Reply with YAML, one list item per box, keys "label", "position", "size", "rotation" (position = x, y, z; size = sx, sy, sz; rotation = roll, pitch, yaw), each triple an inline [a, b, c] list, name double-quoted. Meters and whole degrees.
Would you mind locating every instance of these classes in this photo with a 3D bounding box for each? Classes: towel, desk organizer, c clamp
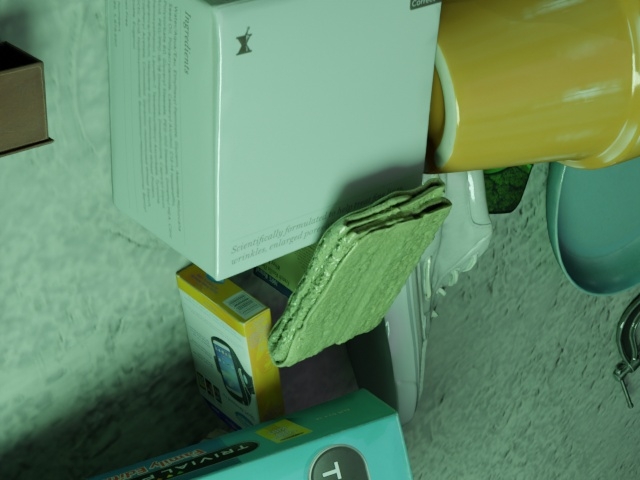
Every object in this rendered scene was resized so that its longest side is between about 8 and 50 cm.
- label: "towel"
  position: [0.025, 0.022, 0.844]
  size: [0.110, 0.027, 0.148]
  rotation: [-19, 147, -40]
- label: "desk organizer"
  position: [-0.217, -0.068, 0.686]
  size: [0.130, 0.047, 0.050]
  rotation: [-21, 126, -36]
- label: "c clamp"
  position: [0.384, 0.097, 1.430]
  size: [0.161, 0.022, 0.137]
  rotation: [-45, 134, -12]

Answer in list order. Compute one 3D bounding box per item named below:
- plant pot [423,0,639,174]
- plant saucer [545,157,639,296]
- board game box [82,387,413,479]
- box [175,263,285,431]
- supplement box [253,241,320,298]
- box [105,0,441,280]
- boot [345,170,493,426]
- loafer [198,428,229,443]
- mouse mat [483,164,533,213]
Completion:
- label: "plant pot"
  position: [0.138, -0.134, 0.896]
  size: [0.188, 0.205, 0.205]
  rotation: [-20, 129, -23]
- label: "plant saucer"
  position: [0.320, -0.096, 1.220]
  size: [0.317, 0.043, 0.318]
  rotation: [-24, 130, -33]
- label: "board game box"
  position: [-0.084, 0.277, 0.862]
  size: [0.336, 0.079, 0.254]
  rotation: [-16, 101, -15]
- label: "box"
  position: [-0.064, 0.088, 0.916]
  size: [0.028, 0.081, 0.136]
  rotation: [-32, 135, -28]
- label: "supplement box"
  position: [0.000, 0.000, 0.921]
  size: [0.056, 0.083, 0.083]
  rotation: [-15, 124, -38]
- label: "box"
  position: [-0.030, -0.099, 0.799]
  size: [0.181, 0.119, 0.182]
  rotation: [-21, 128, -35]
- label: "boot"
  position: [0.087, 0.034, 1.014]
  size: [0.123, 0.095, 0.258]
  rotation: [-20, 128, -21]
- label: "loafer"
  position: [-0.067, 0.182, 1.010]
  size: [0.039, 0.045, 0.125]
  rotation: [-56, 150, -29]
- label: "mouse mat"
  position: [0.133, -0.090, 1.061]
  size: [0.189, 0.007, 0.153]
  rotation: [-5, 118, -45]
